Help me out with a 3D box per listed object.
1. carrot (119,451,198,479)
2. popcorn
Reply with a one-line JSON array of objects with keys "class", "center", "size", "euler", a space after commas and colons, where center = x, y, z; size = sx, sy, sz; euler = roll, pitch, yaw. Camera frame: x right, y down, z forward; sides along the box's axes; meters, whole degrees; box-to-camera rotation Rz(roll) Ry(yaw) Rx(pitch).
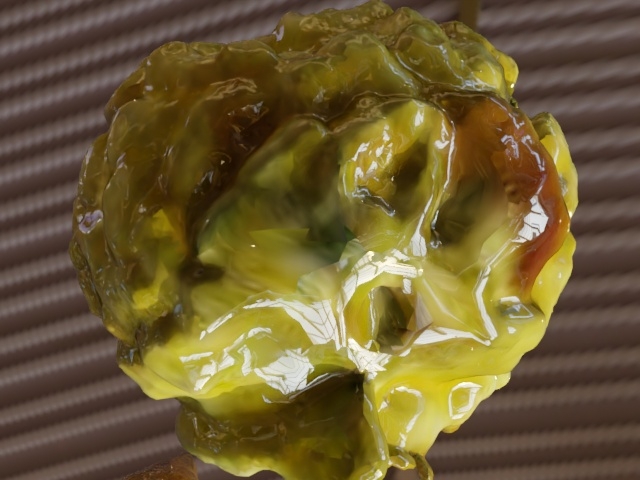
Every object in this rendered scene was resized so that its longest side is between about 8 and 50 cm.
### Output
[{"class": "carrot", "center": [-0.086, 0.146, 0.746], "size": [0.072, 0.205, 0.072], "euler": [9, -59, 16]}, {"class": "popcorn", "center": [0.003, 0.000, 0.797], "size": [0.218, 0.169, 0.189], "euler": [-11, -74, -16]}]
